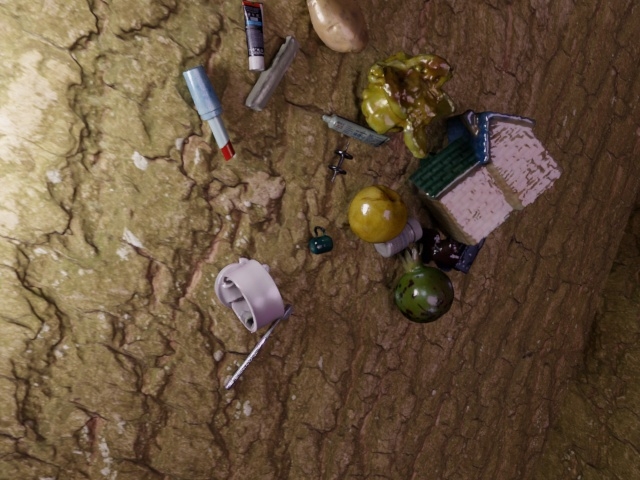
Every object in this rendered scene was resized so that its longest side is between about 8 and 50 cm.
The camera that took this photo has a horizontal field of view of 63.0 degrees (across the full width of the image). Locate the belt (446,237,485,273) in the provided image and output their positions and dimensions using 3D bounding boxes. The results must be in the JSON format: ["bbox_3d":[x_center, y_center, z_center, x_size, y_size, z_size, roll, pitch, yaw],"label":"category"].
[{"bbox_3d":[0.604,0.022,2.176,0.128,0.122,0.218,27,94,-37],"label":"belt"}]

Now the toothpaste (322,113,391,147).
[{"bbox_3d":[0.120,-0.375,1.784,0.268,0.047,0.069,16,124,-32],"label":"toothpaste"}]

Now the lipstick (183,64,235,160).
[{"bbox_3d":[-0.310,-0.360,1.503,0.068,0.061,0.274,-31,117,-20],"label":"lipstick"}]

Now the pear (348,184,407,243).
[{"bbox_3d":[0.197,-0.086,1.834,0.208,0.208,0.209,-9,108,-31],"label":"pear"}]

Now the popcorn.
[{"bbox_3d":[0.295,-0.463,1.748,0.325,0.290,0.322,-8,117,-28],"label":"popcorn"}]

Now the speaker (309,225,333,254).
[{"bbox_3d":[0.002,-0.001,1.808,0.075,0.060,0.095,-13,110,-31],"label":"speaker"}]

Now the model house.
[{"bbox_3d":[0.557,-0.277,1.954,0.445,0.395,0.400,-42,107,2],"label":"model house"}]

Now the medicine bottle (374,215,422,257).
[{"bbox_3d":[0.290,-0.014,1.969,0.168,0.105,0.105,-28,117,-24],"label":"medicine bottle"}]

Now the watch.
[{"bbox_3d":[-0.192,0.177,1.626,0.196,0.231,0.244,-30,114,-26],"label":"watch"}]

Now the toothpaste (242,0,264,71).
[{"bbox_3d":[-0.191,-0.600,1.533,0.071,0.045,0.194,-13,103,-39],"label":"toothpaste"}]

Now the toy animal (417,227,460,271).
[{"bbox_3d":[0.465,0.046,2.048,0.116,0.179,0.219,-41,102,-12],"label":"toy animal"}]

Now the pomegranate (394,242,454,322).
[{"bbox_3d":[0.382,0.175,2.004,0.242,0.242,0.306,-41,117,-18],"label":"pomegranate"}]

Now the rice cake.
[{"bbox_3d":[-0.145,-0.502,1.577,0.256,0.052,0.057,-60,159,-5],"label":"rice cake"}]

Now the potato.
[{"bbox_3d":[0.049,-0.677,1.626,0.234,0.128,0.162,21,75,-31],"label":"potato"}]

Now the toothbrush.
[{"bbox_3d":[-0.206,0.365,1.792,0.354,0.024,0.029,-52,132,-12],"label":"toothbrush"}]

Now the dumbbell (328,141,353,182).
[{"bbox_3d":[0.068,-0.266,1.775,0.069,0.069,0.147,23,90,-36],"label":"dumbbell"}]
